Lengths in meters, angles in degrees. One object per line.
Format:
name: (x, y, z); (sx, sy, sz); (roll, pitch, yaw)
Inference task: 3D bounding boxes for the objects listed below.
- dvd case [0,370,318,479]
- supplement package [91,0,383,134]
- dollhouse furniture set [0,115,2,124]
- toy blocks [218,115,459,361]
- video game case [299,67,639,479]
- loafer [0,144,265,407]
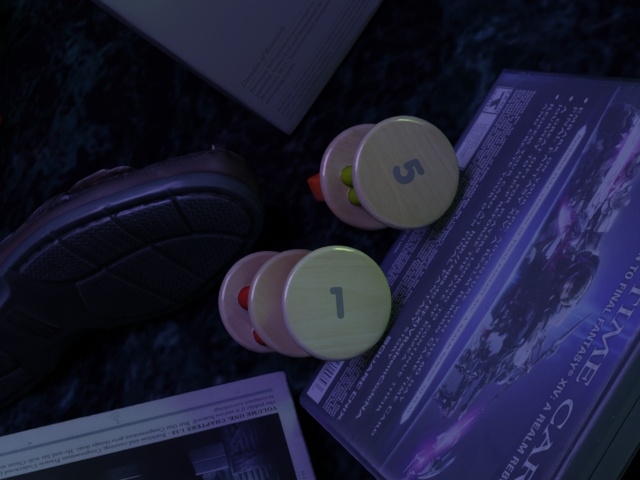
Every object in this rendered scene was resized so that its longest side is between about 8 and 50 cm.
dvd case: (-0.076, 0.168, 0.708); (0.179, 0.030, 0.239); (-13, 42, -6)
supplement package: (-0.070, -0.156, 0.869); (0.105, 0.179, 0.105); (-55, 43, 2)
dollhouse furniture set: (-0.376, -0.124, 1.187); (0.374, 0.152, 0.201); (4, 68, 25)
toy blocks: (0.000, 0.000, 0.785); (0.123, 0.054, 0.148); (-61, 17, -11)
video game case: (0.081, 0.020, 0.655); (0.196, 0.026, 0.274); (-58, 17, -1)
loafer: (-0.144, 0.008, 0.908); (0.267, 0.096, 0.084); (-31, 43, 28)
